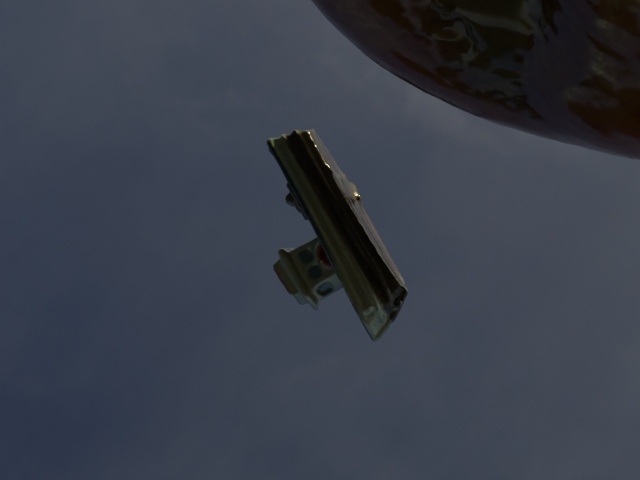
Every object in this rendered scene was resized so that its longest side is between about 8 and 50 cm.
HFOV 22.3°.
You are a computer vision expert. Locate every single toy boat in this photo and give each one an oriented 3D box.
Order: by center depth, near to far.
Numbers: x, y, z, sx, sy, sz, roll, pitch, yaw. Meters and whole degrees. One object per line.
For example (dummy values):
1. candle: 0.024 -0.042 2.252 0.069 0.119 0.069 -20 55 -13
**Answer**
1. toy boat: 0.000 0.000 0.989 0.066 0.059 0.140 -32 -94 11

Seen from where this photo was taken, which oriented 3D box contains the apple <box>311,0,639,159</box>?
1. apple: 0.089 -0.147 0.516 0.261 0.261 0.194 30 -124 14
